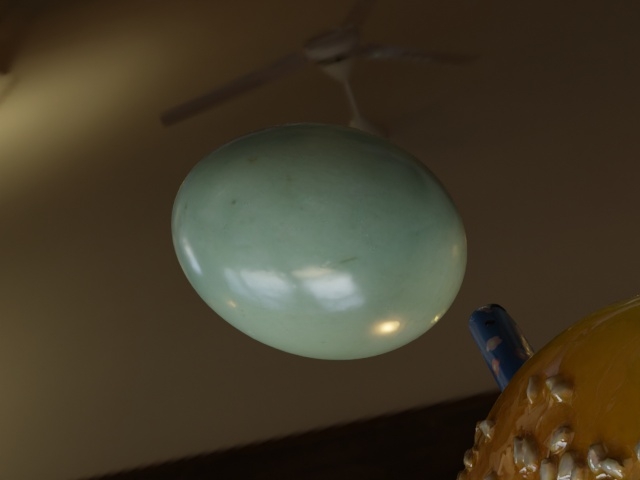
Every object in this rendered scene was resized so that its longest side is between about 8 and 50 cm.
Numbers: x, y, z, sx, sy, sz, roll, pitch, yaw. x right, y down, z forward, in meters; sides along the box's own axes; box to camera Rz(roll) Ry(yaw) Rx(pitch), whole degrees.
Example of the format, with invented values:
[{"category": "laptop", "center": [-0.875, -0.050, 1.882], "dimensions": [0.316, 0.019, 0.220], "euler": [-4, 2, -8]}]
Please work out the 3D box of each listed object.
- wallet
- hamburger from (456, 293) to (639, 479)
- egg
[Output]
[{"category": "wallet", "center": [0.228, 0.173, 1.387], "dimensions": [0.059, 0.141, 0.202], "euler": [-33, -151, 7]}, {"category": "hamburger", "center": [0.143, 0.148, 0.347], "dimensions": [0.151, 0.227, 0.295], "euler": [-6, -138, -20]}, {"category": "egg", "center": [0.000, 0.000, 0.821], "dimensions": [0.192, 0.149, 0.149], "euler": [10, -158, -13]}]
